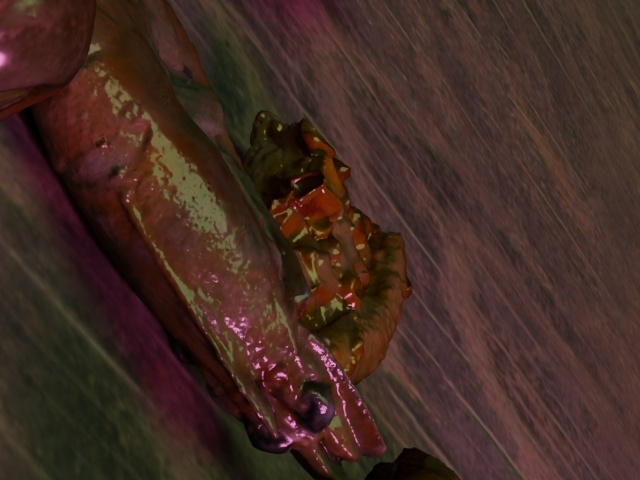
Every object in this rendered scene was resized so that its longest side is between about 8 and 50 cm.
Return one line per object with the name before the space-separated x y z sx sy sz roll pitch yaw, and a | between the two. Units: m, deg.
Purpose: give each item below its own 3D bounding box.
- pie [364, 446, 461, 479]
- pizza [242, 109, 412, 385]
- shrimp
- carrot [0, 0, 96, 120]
pie | 0.072 0.251 0.999 0.308 0.085 0.308 48 31 -41
pizza | 0.000 0.000 1.083 0.161 0.062 0.182 67 25 -1
shrimp | -0.058 -0.019 0.960 0.317 0.077 0.168 62 22 -9
carrot | -0.184 -0.188 0.759 0.302 0.138 0.138 67 24 -5
